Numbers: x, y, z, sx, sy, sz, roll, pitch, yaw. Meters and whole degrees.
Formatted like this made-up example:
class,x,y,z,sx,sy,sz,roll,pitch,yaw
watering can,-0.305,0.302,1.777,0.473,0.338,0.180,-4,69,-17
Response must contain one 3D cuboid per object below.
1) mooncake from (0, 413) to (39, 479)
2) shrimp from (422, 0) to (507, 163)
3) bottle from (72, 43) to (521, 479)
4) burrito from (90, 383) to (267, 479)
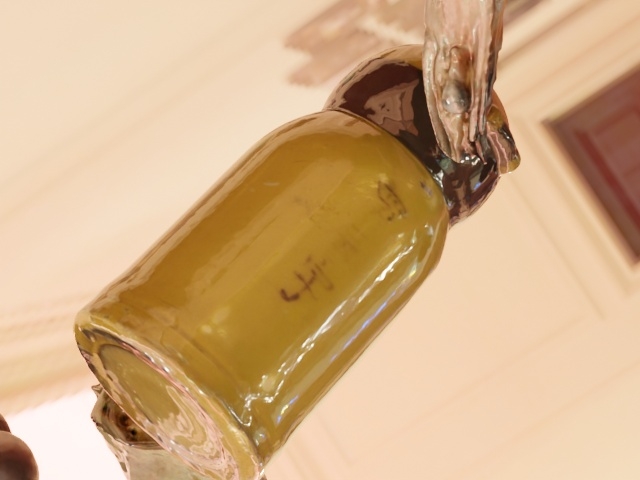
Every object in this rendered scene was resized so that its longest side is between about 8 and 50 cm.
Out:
class,x,y,z,sx,sy,sz,roll,pitch,yaw
mooncake,-0.360,0.225,1.545,0.245,0.245,0.133,-66,-23,-76
shrimp,0.098,-0.211,1.245,0.164,0.062,0.316,-161,73,-86
bottle,0.000,0.000,1.309,0.171,0.351,0.171,35,154,20
burrito,-0.111,0.205,1.542,0.089,0.144,0.229,-62,-28,-32
